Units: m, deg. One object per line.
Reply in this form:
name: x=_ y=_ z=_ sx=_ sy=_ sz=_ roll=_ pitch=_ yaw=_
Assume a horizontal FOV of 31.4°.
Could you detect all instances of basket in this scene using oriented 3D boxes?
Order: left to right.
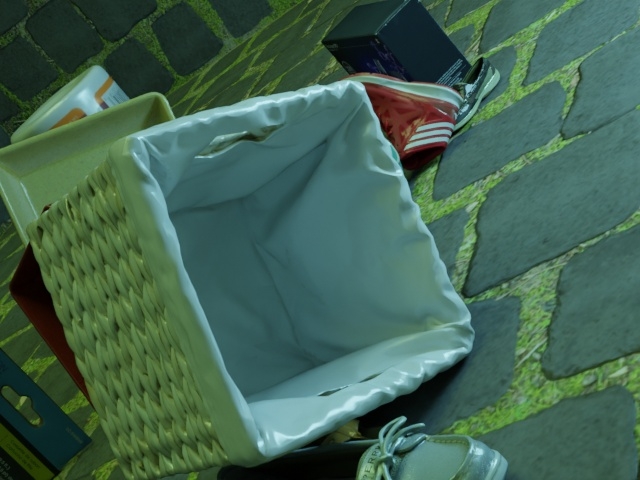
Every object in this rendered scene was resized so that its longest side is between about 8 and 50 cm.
basket: x=-0.077 y=0.049 z=1.196 sx=0.328 sy=0.331 sz=0.266 roll=-21 pitch=-5 yaw=-41

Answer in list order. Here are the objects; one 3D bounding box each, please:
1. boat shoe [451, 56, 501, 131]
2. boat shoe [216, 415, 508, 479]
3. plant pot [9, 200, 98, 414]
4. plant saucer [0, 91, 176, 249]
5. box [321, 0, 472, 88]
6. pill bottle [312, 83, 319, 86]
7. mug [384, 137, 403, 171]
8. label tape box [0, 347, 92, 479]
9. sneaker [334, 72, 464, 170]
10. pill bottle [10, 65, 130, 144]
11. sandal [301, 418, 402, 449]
boat shoe: x=0.225 y=-0.227 z=1.780 sx=0.056 sy=0.049 sz=0.152 roll=-10 pitch=37 yaw=53
boat shoe: x=0.029 y=0.229 z=1.045 sx=0.320 sy=0.103 sz=0.118 roll=-20 pitch=28 yaw=47
plant pot: x=-0.273 y=0.068 z=1.718 sx=0.236 sy=0.267 sz=0.267 roll=-30 pitch=-12 yaw=-38
plant saucer: x=-0.365 y=-0.049 z=1.983 sx=0.333 sy=0.333 sz=0.081 roll=-24 pitch=0 yaw=-21
box: x=0.132 y=-0.311 z=1.944 sx=0.103 sy=0.184 sz=0.261 roll=-43 pitch=18 yaw=-10
pill bottle: x=-0.088 y=-0.100 z=1.890 sx=0.334 sy=0.188 sz=0.188 roll=-40 pitch=19 yaw=2
mug: x=0.068 y=-0.096 z=1.674 sx=0.097 sy=0.158 sz=0.129 roll=-48 pitch=-7 yaw=27
label tape box: x=-0.559 y=0.329 z=1.757 sx=0.334 sy=0.240 sz=0.106 roll=-42 pitch=17 yaw=-6
sneaker: x=0.102 y=-0.181 z=1.744 sx=0.221 sy=0.087 sz=0.128 roll=8 pitch=75 yaw=35
pill bottle: x=-0.376 y=-0.117 z=2.166 sx=0.224 sy=0.392 sz=0.224 roll=-36 pitch=18 yaw=14
sandal: x=0.023 y=0.208 z=1.189 sx=0.072 sy=0.049 sz=0.180 roll=-48 pitch=20 yaw=-21
